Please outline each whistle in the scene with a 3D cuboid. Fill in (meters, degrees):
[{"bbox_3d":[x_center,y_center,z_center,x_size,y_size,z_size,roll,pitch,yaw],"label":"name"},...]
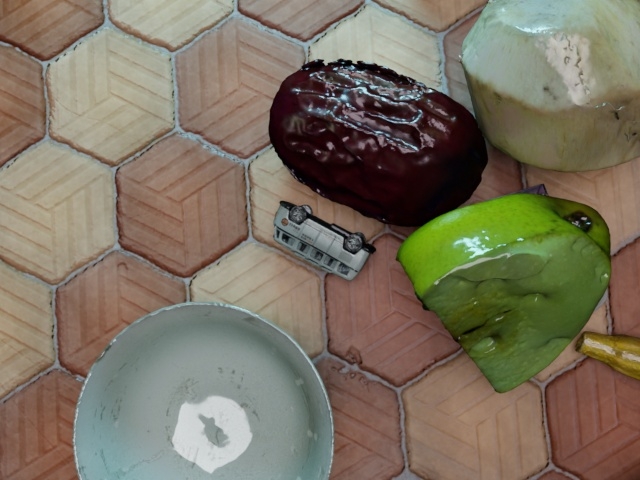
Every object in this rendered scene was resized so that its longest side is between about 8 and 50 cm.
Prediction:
[{"bbox_3d":[0.325,-0.064,1.464,0.176,0.033,0.033,-16,84,3],"label":"whistle"}]

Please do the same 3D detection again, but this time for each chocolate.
[{"bbox_3d":[0.556,0.209,1.402,0.219,0.085,0.085,16,87,7],"label":"chocolate"}]

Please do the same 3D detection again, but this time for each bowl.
[{"bbox_3d":[-0.183,0.324,1.390,0.435,0.196,0.435,0,85,5],"label":"bowl"}]

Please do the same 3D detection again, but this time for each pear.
[{"bbox_3d":[0.314,0.041,1.313,0.318,0.342,0.238,-33,41,9],"label":"pear"}]

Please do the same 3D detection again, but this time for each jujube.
[{"bbox_3d":[0.101,-0.167,1.393,0.377,0.258,0.258,26,88,13],"label":"jujube"}]

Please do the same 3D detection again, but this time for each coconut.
[{"bbox_3d":[0.406,-0.262,1.337,0.353,0.352,0.352,0,85,4],"label":"coconut"}]

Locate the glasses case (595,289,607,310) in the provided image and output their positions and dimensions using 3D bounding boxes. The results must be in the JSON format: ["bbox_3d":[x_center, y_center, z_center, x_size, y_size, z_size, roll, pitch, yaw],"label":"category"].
[{"bbox_3d":[0.428,0.047,1.437,0.074,0.049,0.193,-40,84,3],"label":"glasses case"}]

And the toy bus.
[{"bbox_3d":[0.000,0.000,1.459,0.194,0.087,0.089,28,98,5],"label":"toy bus"}]
